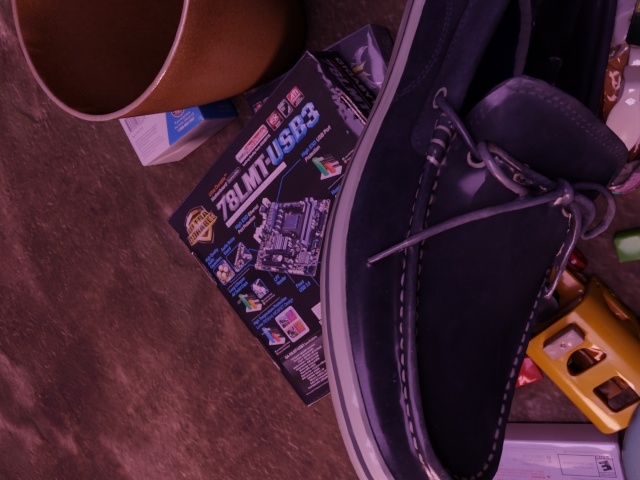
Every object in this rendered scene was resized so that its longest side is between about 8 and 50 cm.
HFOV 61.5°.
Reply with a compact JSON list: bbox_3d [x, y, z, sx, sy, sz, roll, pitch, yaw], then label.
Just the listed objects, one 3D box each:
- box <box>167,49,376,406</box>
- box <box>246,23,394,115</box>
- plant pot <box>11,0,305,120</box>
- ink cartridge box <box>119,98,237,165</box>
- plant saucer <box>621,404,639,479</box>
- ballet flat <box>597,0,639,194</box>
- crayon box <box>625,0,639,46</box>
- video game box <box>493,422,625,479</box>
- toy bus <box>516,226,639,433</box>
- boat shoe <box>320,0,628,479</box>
[{"bbox_3d":[0.000,0.000,0.608,0.295,0.073,0.293,-42,83,32],"label":"box"},{"bbox_3d":[0.035,-0.101,0.634,0.183,0.056,0.231,-19,95,33],"label":"box"},{"bbox_3d":[-0.132,-0.239,0.563,0.237,0.254,0.237,5,100,31],"label":"plant pot"},{"bbox_3d":[-0.229,-0.235,0.731,0.134,0.078,0.231,-27,91,32],"label":"ink cartridge box"},{"bbox_3d":[0.432,0.197,0.446,0.318,0.043,0.317,7,120,12],"label":"plant saucer"},{"bbox_3d":[0.275,-0.147,0.470,0.077,0.079,0.221,7,108,29],"label":"ballet flat"},{"bbox_3d":[0.364,-0.263,0.331,0.202,0.081,0.318,25,102,23],"label":"crayon box"},{"bbox_3d":[0.257,0.308,0.635,0.205,0.048,0.187,-11,97,32],"label":"video game box"},{"bbox_3d":[0.251,0.088,0.539,0.202,0.104,0.190,3,106,29],"label":"toy bus"},{"bbox_3d":[0.129,-0.048,0.406,0.156,0.187,0.499,-6,64,50],"label":"boat shoe"}]
